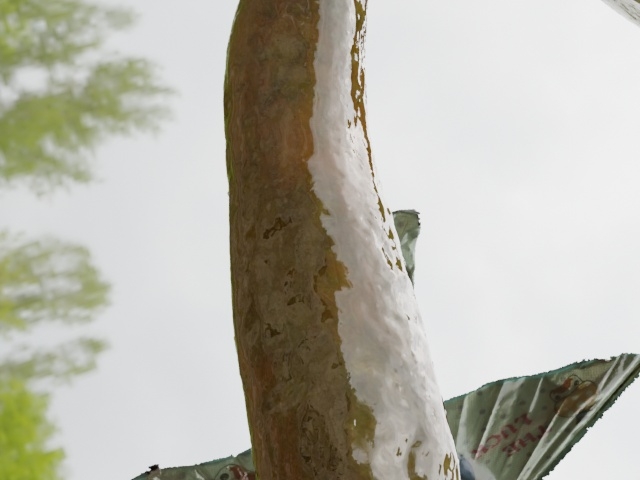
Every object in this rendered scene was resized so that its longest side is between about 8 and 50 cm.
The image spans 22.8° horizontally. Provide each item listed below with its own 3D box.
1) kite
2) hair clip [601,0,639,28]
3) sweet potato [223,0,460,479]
[{"bbox_3d":[0.034,0.116,0.882,0.011,0.335,0.314,-119,-160,-51],"label":"kite"},{"bbox_3d":[0.208,-0.149,0.837,0.172,0.282,0.113,36,-50,20],"label":"hair clip"},{"bbox_3d":[0.000,0.000,0.572,0.075,0.075,0.273,-32,-117,57],"label":"sweet potato"}]
